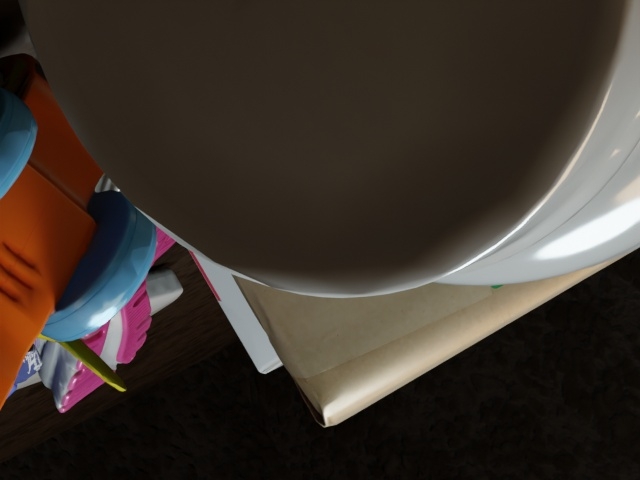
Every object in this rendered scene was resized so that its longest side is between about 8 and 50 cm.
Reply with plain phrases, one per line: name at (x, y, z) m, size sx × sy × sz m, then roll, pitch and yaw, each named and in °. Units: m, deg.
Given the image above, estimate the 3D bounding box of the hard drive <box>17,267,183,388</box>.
hard drive at (-0.288, 0.107, 1.679) m, size 0.203 × 0.040 × 0.307 m, roll -32°, pitch 175°, yaw 19°

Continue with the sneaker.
sneaker at (-0.152, -0.010, 0.995) m, size 0.103 × 0.111 × 0.252 m, roll -37°, pitch 159°, yaw -51°

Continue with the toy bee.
toy bee at (-0.139, -0.012, 0.722) m, size 0.298 × 0.195 × 0.162 m, roll -40°, pitch -155°, yaw -30°

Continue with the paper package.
paper package at (0.080, -0.039, 1.214) m, size 0.324 × 0.168 × 0.309 m, roll -30°, pitch -166°, yaw -2°

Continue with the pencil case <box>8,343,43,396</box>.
pencil case at (-0.315, 0.099, 0.947) m, size 0.306 × 0.133 × 0.119 m, roll -29°, pitch -145°, yaw -2°

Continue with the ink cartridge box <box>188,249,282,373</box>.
ink cartridge box at (0.000, 0.000, 1.538) m, size 0.100 × 0.172 × 0.237 m, roll -34°, pitch 174°, yaw 38°

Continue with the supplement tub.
supplement tub at (0.077, -0.116, 0.525) m, size 0.228 × 0.228 × 0.316 m, roll -34°, pitch 174°, yaw 37°
